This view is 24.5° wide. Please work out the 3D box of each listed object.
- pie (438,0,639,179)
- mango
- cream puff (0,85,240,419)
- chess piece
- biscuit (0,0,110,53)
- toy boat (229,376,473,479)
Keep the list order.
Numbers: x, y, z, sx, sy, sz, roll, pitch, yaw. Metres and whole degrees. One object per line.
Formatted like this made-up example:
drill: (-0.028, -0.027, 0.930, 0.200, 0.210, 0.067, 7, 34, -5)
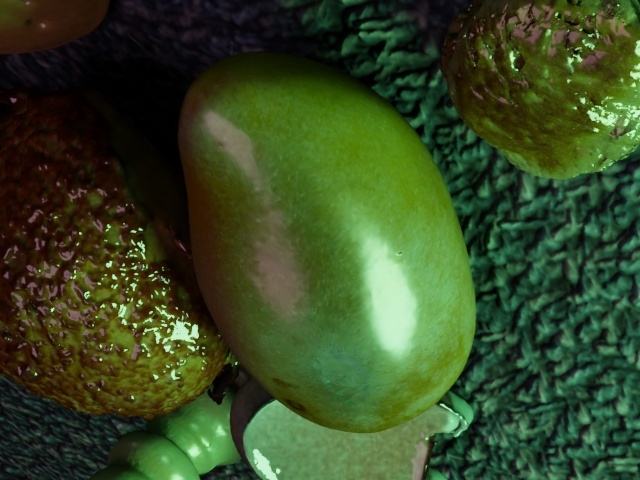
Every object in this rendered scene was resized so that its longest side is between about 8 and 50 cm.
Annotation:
pie: (0.166, -0.122, 1.059, 0.163, 0.079, 0.193, 32, 141, 5)
mango: (0.000, 0.000, 1.198, 0.221, 0.199, 0.384, -21, 127, 14)
cream puff: (-0.229, 0.021, 1.358, 0.350, 0.228, 0.350, 53, 160, 30)
chess piece: (-0.160, 0.230, 1.526, 0.133, 0.243, 0.133, 21, 136, 21)
biscuit: (-0.262, -0.244, 1.199, 0.275, 0.052, 0.355, 7, 156, -21)
toy boat: (0.024, 0.176, 1.397, 0.227, 0.085, 0.155, 11, 113, -13)
